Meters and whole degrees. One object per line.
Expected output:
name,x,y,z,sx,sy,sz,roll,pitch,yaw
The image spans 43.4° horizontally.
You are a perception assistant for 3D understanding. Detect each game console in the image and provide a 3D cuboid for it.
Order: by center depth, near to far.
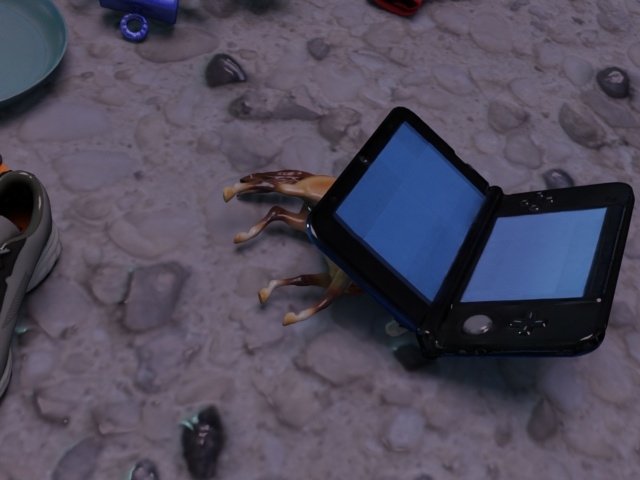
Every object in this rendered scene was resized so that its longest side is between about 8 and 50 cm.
game console,0.170,-0.031,0.840,0.250,0.173,0.293,-6,31,32

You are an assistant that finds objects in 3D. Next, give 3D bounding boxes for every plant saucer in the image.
plant saucer,-0.475,-0.242,0.987,0.318,0.043,0.317,7,46,-8

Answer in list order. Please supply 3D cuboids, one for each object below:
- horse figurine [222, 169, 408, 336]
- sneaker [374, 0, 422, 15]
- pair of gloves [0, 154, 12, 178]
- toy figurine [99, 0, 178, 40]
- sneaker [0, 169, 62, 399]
horse figurine,0.000,0.000,0.868,0.174,0.066,0.263,-13,53,-23
sneaker,0.176,-0.412,1.300,0.221,0.087,0.128,-7,58,-5
pair of gloves,-0.390,-0.081,0.881,0.074,0.010,0.083,37,49,20
toy figurine,-0.219,-0.368,1.142,0.363,0.191,0.217,12,76,-13
sneaker,-0.311,0.046,0.718,0.100,0.108,0.271,12,47,-6
